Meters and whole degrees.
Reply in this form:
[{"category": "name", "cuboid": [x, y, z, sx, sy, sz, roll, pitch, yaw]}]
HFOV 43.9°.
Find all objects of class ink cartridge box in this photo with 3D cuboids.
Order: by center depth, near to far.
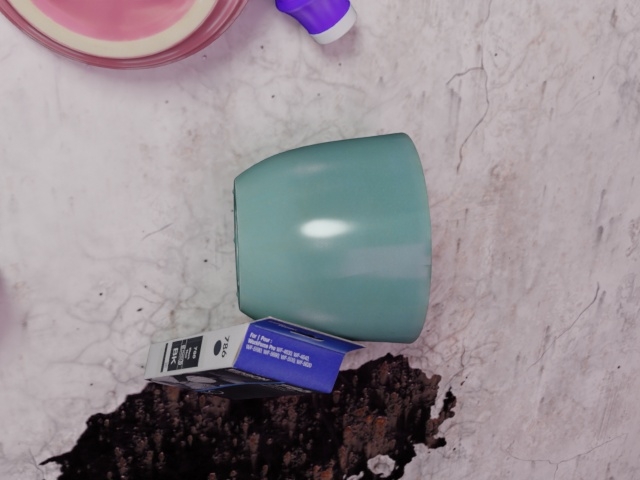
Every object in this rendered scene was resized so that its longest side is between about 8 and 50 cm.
[{"category": "ink cartridge box", "cuboid": [-0.103, 0.175, 1.123, 0.165, 0.333, 0.065, 21, 65, -31]}]

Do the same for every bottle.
[{"category": "bottle", "cuboid": [-0.055, -0.363, 0.960, 0.118, 0.092, 0.283, -38, 126, 5]}]

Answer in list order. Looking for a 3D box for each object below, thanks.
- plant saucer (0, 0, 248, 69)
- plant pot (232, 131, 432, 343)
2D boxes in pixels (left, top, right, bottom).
[{"category": "plant saucer", "cuboid": [-0.224, -0.327, 0.848, 0.333, 0.084, 0.332, -3, 128, -4]}, {"category": "plant pot", "cuboid": [0.000, 0.000, 1.085, 0.235, 0.293, 0.292, -2, 119, -8]}]
